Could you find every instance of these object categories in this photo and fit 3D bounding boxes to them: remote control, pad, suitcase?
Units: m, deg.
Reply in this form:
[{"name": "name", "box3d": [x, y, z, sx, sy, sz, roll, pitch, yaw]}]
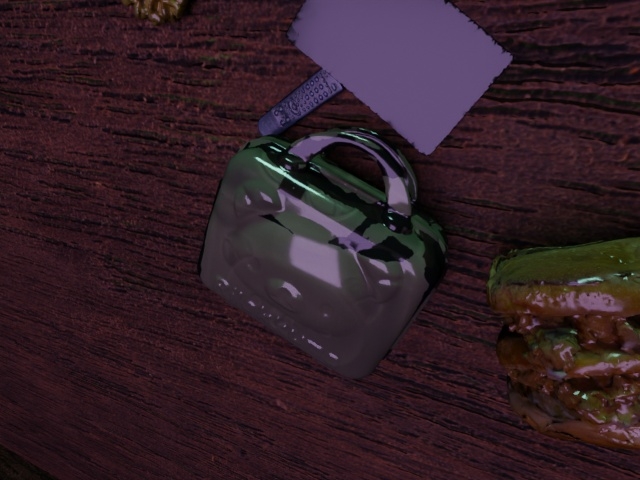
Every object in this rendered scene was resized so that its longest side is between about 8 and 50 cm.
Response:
[{"name": "remote control", "box3d": [-0.035, -0.205, 0.614, 0.152, 0.027, 0.043, -26, 96, 31]}, {"name": "pad", "box3d": [0.094, -0.255, 0.533, 0.265, 0.009, 0.159, 41, 117, 0]}, {"name": "suitcase", "box3d": [0.000, 0.000, 0.600, 0.351, 0.194, 0.339, 31, 121, 8]}]

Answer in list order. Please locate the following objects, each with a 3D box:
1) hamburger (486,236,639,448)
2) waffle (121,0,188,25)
[{"name": "hamburger", "box3d": [0.322, 0.103, 0.492, 0.245, 0.260, 0.211, -19, 91, -13]}, {"name": "waffle", "box3d": [-0.248, -0.422, 0.595, 0.191, 0.038, 0.191, 10, 118, 20]}]
